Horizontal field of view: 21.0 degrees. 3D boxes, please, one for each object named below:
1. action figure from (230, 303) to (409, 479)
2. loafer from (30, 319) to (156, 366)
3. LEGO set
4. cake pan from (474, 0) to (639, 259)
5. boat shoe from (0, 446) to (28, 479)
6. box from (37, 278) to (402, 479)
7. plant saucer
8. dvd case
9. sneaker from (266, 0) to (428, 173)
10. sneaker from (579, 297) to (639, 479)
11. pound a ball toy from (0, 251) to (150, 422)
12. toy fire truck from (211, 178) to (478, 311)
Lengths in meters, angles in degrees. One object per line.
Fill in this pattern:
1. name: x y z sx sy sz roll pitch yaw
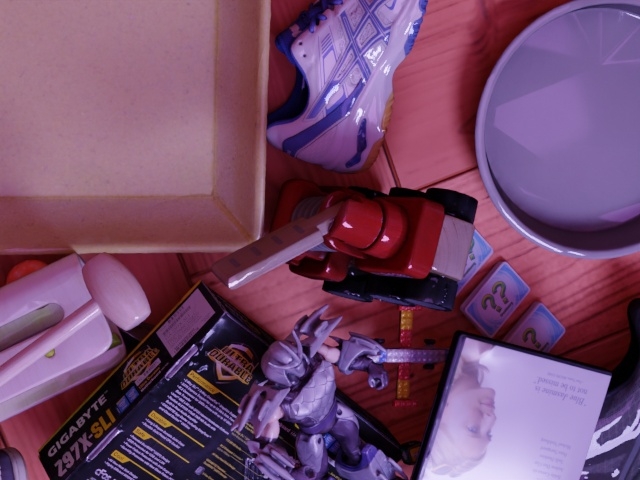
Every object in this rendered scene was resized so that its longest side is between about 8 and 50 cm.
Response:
1. action figure: 0.004 0.188 1.755 0.185 0.099 0.285 -44 138 -20
2. loafer: -0.237 0.106 1.844 0.148 0.050 0.056 4 104 -12
3. LEGO set: 0.148 0.125 1.887 0.244 0.060 0.182 -48 109 -15
4. cake pan: 0.304 -0.126 1.882 0.293 0.054 0.293 -3 106 -10
5. boat shoe: -0.389 0.354 1.845 0.092 0.103 0.285 14 101 -33
6. box: -0.099 0.229 1.843 0.257 0.079 0.322 -48 127 3
7. plant saucer: -0.222 -0.156 1.760 0.332 0.081 0.333 0 105 -10
8. dvd case: 0.190 0.236 1.823 0.180 0.022 0.253 15 95 -15
9. sneaker: 0.026 -0.216 1.774 0.131 0.112 0.296 13 102 -13
10. sneaker: 0.277 0.267 1.945 0.202 0.185 0.483 38 92 0
11. pound a ball toy: -0.327 0.096 1.718 0.319 0.208 0.136 -26 80 -3
12. toy fire truck: 0.000 0.000 1.738 0.246 0.217 0.158 19 82 -32
